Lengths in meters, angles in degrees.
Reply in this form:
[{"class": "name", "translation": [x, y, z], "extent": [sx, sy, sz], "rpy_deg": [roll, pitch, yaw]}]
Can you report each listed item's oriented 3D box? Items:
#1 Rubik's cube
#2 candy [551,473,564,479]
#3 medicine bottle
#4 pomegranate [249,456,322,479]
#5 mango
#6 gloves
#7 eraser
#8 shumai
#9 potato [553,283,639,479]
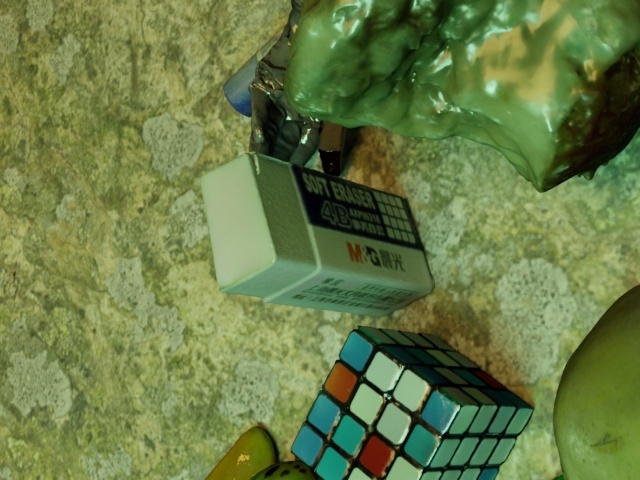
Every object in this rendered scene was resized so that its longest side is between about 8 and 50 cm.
[{"class": "Rubik's cube", "translation": [0.093, 0.192, 1.196], "extent": [0.151, 0.155, 0.154], "rpy_deg": [35, 104, 37]}, {"class": "candy", "translation": [0.255, 0.310, 1.100], "extent": [0.141, 0.078, 0.203], "rpy_deg": [-30, 52, 19]}, {"class": "medicine bottle", "translation": [-0.023, -0.241, 1.428], "extent": [0.231, 0.059, 0.059], "rpy_deg": [-39, 60, 26]}, {"class": "pomegranate", "translation": [-0.016, 0.291, 1.278], "extent": [0.159, 0.159, 0.205], "rpy_deg": [-14, 48, 36]}, {"class": "mango", "translation": [-0.102, 0.312, 1.394], "extent": [0.101, 0.066, 0.187], "rpy_deg": [20, 87, 38]}, {"class": "gloves", "translation": [-0.012, -0.175, 1.363], "extent": [0.142, 0.119, 0.285], "rpy_deg": [24, 105, 3]}, {"class": "eraser", "translation": [0.000, 0.000, 1.220], "extent": [0.086, 0.287, 0.130], "rpy_deg": [-25, 67, 30]}, {"class": "shumai", "translation": [0.180, -0.209, 1.124], "extent": [0.323, 0.397, 0.324], "rpy_deg": [36, 141, 8]}, {"class": "potato", "translation": [0.348, 0.139, 0.961], "extent": [0.326, 0.221, 0.243], "rpy_deg": [4, 86, 43]}]
